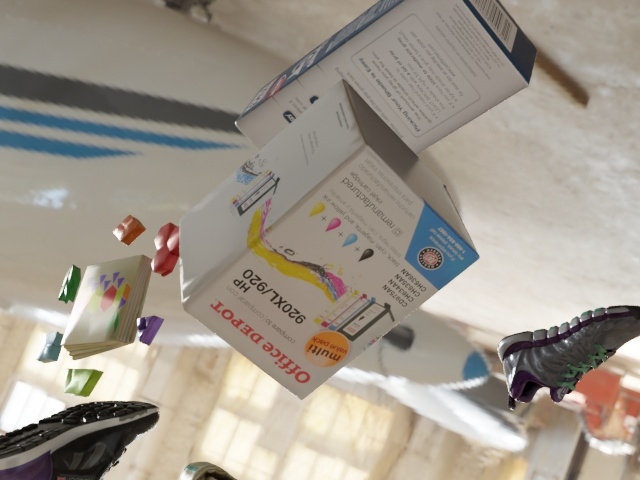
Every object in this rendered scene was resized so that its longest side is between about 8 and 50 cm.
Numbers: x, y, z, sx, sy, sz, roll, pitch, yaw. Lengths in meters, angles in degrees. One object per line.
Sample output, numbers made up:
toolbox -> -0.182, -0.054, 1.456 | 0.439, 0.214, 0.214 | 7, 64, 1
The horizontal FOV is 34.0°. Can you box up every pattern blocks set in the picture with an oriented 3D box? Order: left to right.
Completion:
pattern blocks set -> -0.312, 0.096, 1.551 | 0.026, 0.285, 0.325 | 30, 163, -35

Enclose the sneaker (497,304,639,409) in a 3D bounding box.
sneaker -> 0.329, 0.151, 1.320 | 0.083, 0.098, 0.224 | 20, 148, -39

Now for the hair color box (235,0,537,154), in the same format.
hair color box -> 0.078, -0.192, 1.319 | 0.347, 0.105, 0.174 | -31, 110, 33

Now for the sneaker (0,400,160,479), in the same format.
sneaker -> -0.324, 0.292, 1.359 | 0.107, 0.124, 0.283 | -1, -171, 40

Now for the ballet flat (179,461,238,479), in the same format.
ballet flat -> -0.080, 0.376, 1.375 | 0.248, 0.086, 0.086 | 38, 169, -5

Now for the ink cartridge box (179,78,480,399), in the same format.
ink cartridge box -> 0.000, 0.000, 1.029 | 0.171, 0.233, 0.168 | 42, -163, -26
